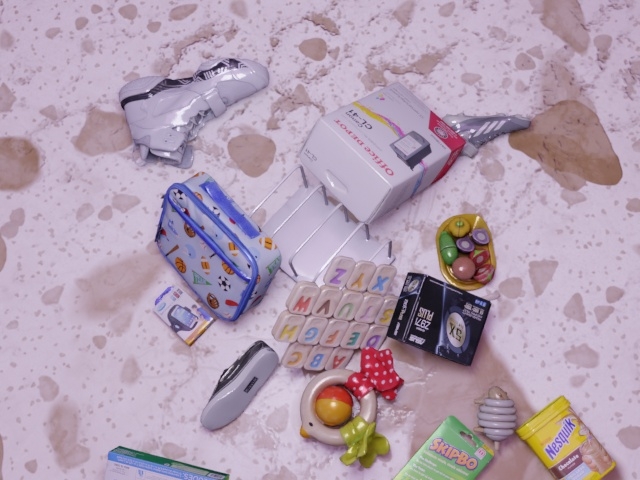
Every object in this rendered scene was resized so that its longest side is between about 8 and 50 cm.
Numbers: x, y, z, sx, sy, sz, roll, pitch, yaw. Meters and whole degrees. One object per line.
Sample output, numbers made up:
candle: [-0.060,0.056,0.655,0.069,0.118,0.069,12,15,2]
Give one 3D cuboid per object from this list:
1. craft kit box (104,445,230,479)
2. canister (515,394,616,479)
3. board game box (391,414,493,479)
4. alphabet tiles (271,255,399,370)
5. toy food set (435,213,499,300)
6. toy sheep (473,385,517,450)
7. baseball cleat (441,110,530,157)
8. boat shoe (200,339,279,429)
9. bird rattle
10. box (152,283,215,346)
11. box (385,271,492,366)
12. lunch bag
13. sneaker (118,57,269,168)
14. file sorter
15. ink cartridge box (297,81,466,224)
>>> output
craft kit box: [-0.325,0.566,1.620,0.250,0.061,0.247,12,91,11]
canister: [0.504,0.423,1.649,0.126,0.073,0.170,-36,76,-7]
board game box: [0.231,0.497,1.663,0.124,0.039,0.259,41,83,13]
alphabet tiles: [0.041,0.160,1.660,0.021,0.284,0.278,50,120,46]
toy food set: [0.328,0.036,1.776,0.128,0.071,0.218,-8,73,1]
toy sheep: [0.365,0.369,1.669,0.091,0.091,0.132,0,87,4]
baseball cleat: [0.383,-0.245,1.869,0.206,0.072,0.109,2,87,9]
boat shoe: [-0.181,0.311,1.732,0.219,0.078,0.070,-47,41,-7]
bird rattle: [0.059,0.339,1.672,0.207,0.143,0.253,5,72,12]
box: [-0.312,0.162,1.802,0.136,0.028,0.081,41,80,12]
box: [0.249,0.165,1.688,0.180,0.077,0.147,24,83,-23]
lunch bag: [-0.229,0.006,1.727,0.303,0.243,0.115,44,48,16]
sneaker: [-0.288,-0.291,1.885,0.366,0.137,0.210,-11,73,6]
file sorter: [0.000,0.000,1.756,0.277,0.173,0.193,41,80,13]
ink cartridge box: [0.139,-0.199,1.756,0.226,0.131,0.306,45,44,13]
